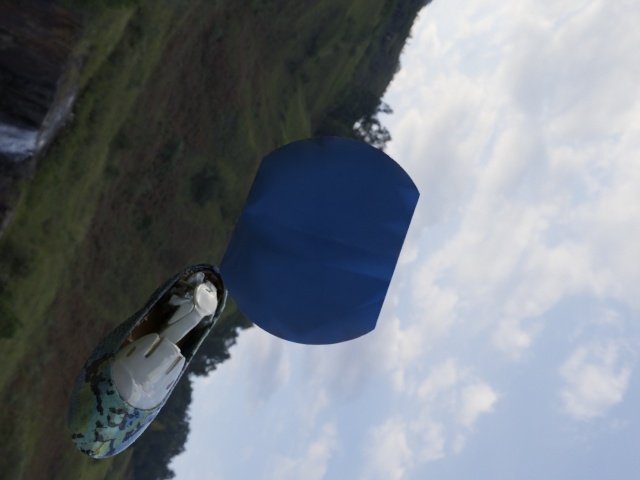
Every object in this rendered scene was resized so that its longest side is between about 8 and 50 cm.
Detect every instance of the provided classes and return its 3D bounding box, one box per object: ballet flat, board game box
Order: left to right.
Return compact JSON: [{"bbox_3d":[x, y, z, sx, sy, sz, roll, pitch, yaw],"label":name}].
[{"bbox_3d":[-0.123,0.078,0.484,0.070,0.070,0.188,-46,-166,35],"label":"ballet flat"},{"bbox_3d":[0.000,0.000,0.508,0.033,0.133,0.168,55,54,-71],"label":"board game box"}]
